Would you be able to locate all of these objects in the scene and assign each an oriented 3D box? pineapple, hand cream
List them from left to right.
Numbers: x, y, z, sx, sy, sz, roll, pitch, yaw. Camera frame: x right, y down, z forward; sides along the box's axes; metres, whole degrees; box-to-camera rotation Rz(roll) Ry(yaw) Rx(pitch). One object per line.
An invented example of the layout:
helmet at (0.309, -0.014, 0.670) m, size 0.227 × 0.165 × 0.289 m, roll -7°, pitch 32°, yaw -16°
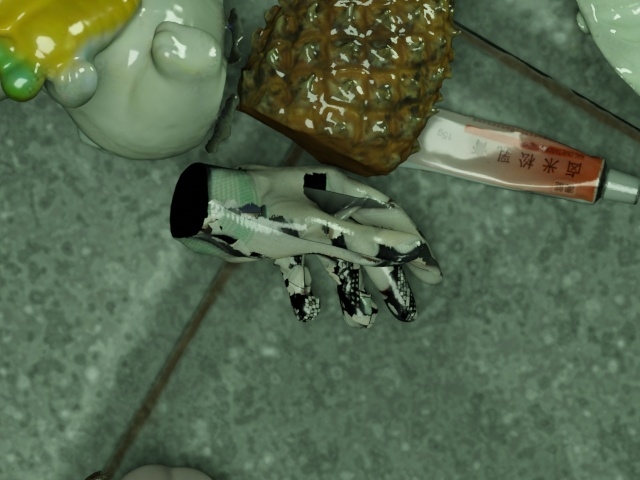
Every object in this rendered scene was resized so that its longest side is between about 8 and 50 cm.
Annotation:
pineapple at (0.048, -0.193, 1.349) m, size 0.158 × 0.158 × 0.278 m, roll 25°, pitch 88°, yaw 0°
hand cream at (0.147, -0.067, 1.415) m, size 0.216 × 0.038 × 0.052 m, roll 14°, pitch 71°, yaw 5°

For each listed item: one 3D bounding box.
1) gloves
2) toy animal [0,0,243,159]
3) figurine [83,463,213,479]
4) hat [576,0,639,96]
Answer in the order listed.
gloves at (-0.002, -0.006, 1.390) m, size 0.212 × 0.111 × 0.127 m, roll 9°, pitch 143°, yaw -25°
toy animal at (-0.217, -0.164, 1.327) m, size 0.310 × 0.247 × 0.183 m, roll 8°, pitch 78°, yaw -13°
figurine at (-0.114, 0.262, 1.436) m, size 0.137 × 0.112 × 0.229 m, roll -20°, pitch 109°, yaw 13°
hat at (0.346, -0.226, 1.343) m, size 0.301 × 0.168 × 0.258 m, roll -15°, pitch 80°, yaw -18°
